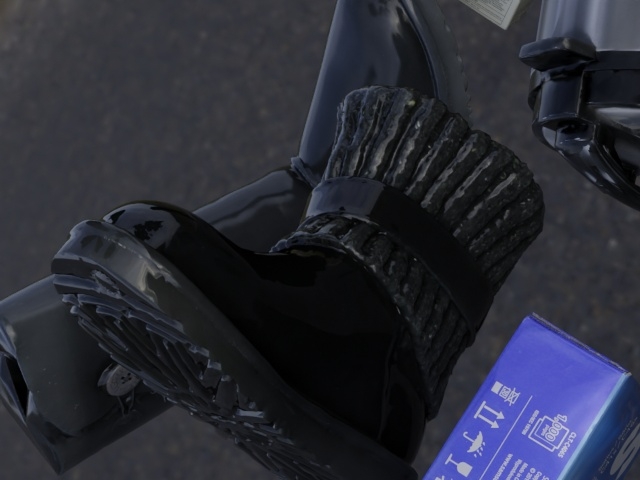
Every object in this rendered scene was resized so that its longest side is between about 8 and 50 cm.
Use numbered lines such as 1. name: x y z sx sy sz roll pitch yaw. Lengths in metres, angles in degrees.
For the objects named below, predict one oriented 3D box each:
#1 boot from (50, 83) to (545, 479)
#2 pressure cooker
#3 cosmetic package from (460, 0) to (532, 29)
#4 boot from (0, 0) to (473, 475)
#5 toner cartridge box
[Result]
1. boot: -0.003 0.000 1.153 0.131 0.348 0.260 14 70 38
2. pressure cooker: 0.439 -0.227 2.166 0.375 0.370 0.420 50 -130 -73
3. cosmetic package: 0.161 -0.240 1.522 0.041 0.060 0.115 -40 -18 -48
4. boot: -0.090 -0.018 1.586 0.146 0.445 0.367 52 159 43
5. toner cartridge box: 0.079 0.223 1.114 0.075 0.165 0.347 31 86 23
